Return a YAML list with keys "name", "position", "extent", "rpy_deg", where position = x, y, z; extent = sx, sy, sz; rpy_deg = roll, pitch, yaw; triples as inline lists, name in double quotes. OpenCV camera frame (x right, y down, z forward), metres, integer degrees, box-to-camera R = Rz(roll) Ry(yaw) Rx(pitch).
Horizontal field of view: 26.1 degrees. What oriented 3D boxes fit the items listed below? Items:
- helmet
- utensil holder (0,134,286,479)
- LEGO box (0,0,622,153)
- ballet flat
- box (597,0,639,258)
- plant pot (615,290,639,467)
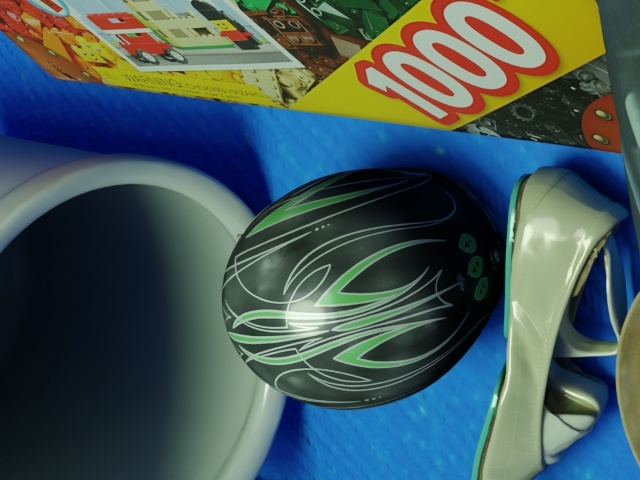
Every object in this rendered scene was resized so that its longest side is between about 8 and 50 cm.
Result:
- name: "helmet"
  position: [0.022, 0.032, 0.899]
  extent: [0.169, 0.161, 0.169]
  rpy_deg: [25, 127, 38]
- name: "utensil holder"
  position: [-0.270, 0.071, 1.118]
  extent: [0.385, 0.327, 0.327]
  rpy_deg: [14, 120, 44]
- name: "LEGO box"
  position: [-0.061, -0.241, 0.679]
  extent: [0.500, 0.193, 0.372]
  rpy_deg: [12, 157, 44]
- name: "ballet flat"
  position: [0.146, 0.074, 0.859]
  extent: [0.086, 0.086, 0.248]
  rpy_deg: [28, 128, 36]
- name: "box"
  position: [0.274, -0.015, 0.433]
  extent: [0.293, 0.212, 0.395]
  rpy_deg: [-2, 101, 56]
- name: "plant pot"
  position: [0.273, 0.102, 0.764]
  extent: [0.236, 0.032, 0.236]
  rpy_deg: [26, 129, 37]
